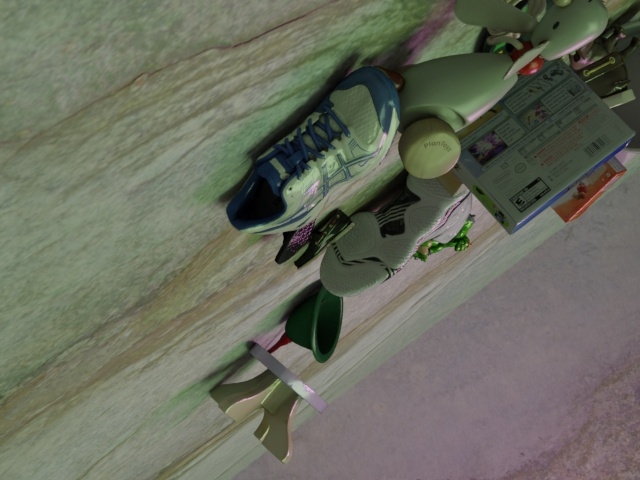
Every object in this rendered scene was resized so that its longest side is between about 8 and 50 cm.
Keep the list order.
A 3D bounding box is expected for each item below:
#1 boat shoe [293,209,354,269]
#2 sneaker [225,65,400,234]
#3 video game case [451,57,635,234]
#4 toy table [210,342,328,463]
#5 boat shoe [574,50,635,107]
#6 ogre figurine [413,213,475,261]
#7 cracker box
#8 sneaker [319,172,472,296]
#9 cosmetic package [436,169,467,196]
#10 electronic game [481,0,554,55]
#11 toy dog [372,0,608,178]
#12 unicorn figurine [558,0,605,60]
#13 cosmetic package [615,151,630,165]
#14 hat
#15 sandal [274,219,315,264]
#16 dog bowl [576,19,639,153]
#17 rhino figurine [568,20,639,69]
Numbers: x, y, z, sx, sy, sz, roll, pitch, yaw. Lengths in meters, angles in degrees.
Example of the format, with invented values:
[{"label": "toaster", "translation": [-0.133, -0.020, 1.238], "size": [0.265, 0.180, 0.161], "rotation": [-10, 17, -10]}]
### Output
[{"label": "boat shoe", "translation": [0.000, 0.000, 1.714], "size": [0.133, 0.042, 0.049], "rotation": [-43, -175, 11]}, {"label": "sneaker", "translation": [-0.012, -0.103, 1.268], "size": [0.131, 0.112, 0.296], "rotation": [-18, 152, -53]}, {"label": "video game case", "translation": [0.341, -0.181, 1.615], "size": [0.269, 0.244, 0.061], "rotation": [-36, 165, -13]}, {"label": "toy table", "translation": [-0.108, 0.352, 2.098], "size": [0.161, 0.252, 0.274], "rotation": [-49, 133, -8]}, {"label": "boat shoe", "translation": [0.394, -0.252, 1.737], "size": [0.324, 0.096, 0.116], "rotation": [-15, -176, 9]}, {"label": "ogre figurine", "translation": [0.291, -0.017, 2.254], "size": [0.118, 0.097, 0.197], "rotation": [-14, 140, -19]}, {"label": "cracker box", "translation": [0.500, -0.175, 2.022], "size": [0.067, 0.232, 0.155], "rotation": [-17, 152, -52]}, {"label": "sneaker", "translation": [0.165, -0.018, 1.856], "size": [0.366, 0.137, 0.210], "rotation": [-44, 162, 3]}, {"label": "cosmetic package", "translation": [0.224, -0.139, 1.703], "size": [0.060, 0.115, 0.041], "rotation": [-29, 161, -35]}, {"label": "electronic game", "translation": [0.343, -0.351, 1.516], "size": [0.229, 0.048, 0.229], "rotation": [-36, 164, -12]}, {"label": "toy dog", "translation": [0.197, -0.244, 1.281], "size": [0.333, 0.220, 0.161], "rotation": [-48, 132, 2]}, {"label": "unicorn figurine", "translation": [0.419, -0.342, 1.587], "size": [0.162, 0.060, 0.111], "rotation": [-59, 176, -21]}, {"label": "cosmetic package", "translation": [0.758, -0.360, 2.238], "size": [0.230, 0.161, 0.453], "rotation": [-41, 164, 0]}, {"label": "hat", "translation": [-0.064, 0.172, 2.076], "size": [0.173, 0.184, 0.208], "rotation": [-11, 108, -67]}, {"label": "sandal", "translation": [-0.034, -0.041, 1.540], "size": [0.067, 0.040, 0.179], "rotation": [-26, 146, -56]}, {"label": "dog bowl", "translation": [0.656, -0.308, 1.956], "size": [0.265, 0.265, 0.104], "rotation": [-45, 165, 19]}, {"label": "rhino figurine", "translation": [0.522, -0.367, 1.832], "size": [0.243, 0.073, 0.106], "rotation": [2, 131, -52]}]
